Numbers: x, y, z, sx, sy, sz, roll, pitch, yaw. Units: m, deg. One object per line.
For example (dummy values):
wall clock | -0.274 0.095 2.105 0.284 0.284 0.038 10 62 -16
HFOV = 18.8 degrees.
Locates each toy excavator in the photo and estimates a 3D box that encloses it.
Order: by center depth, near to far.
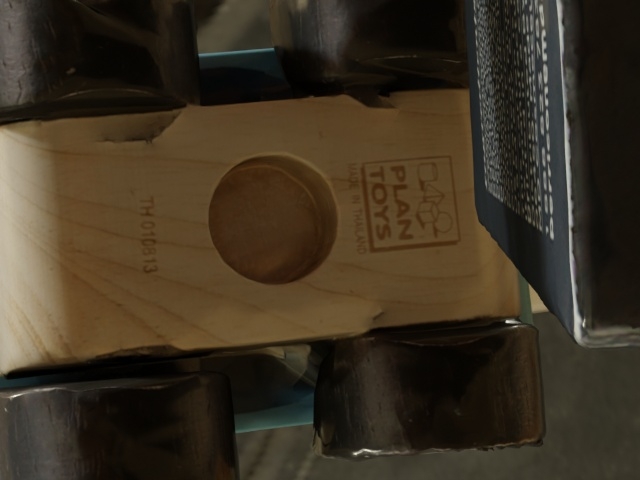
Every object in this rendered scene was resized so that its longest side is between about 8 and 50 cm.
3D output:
toy excavator | 0.000 0.000 1.030 0.433 0.222 0.445 -6 -3 -15

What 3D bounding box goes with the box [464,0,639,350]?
box | 0.189 -0.101 0.518 0.293 0.212 0.395 -3 3 2
